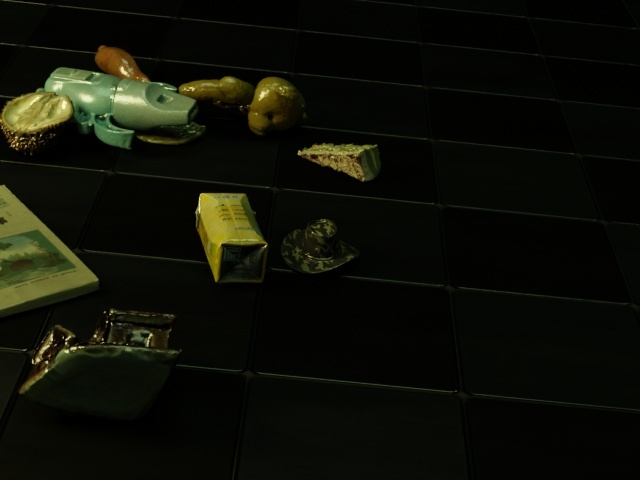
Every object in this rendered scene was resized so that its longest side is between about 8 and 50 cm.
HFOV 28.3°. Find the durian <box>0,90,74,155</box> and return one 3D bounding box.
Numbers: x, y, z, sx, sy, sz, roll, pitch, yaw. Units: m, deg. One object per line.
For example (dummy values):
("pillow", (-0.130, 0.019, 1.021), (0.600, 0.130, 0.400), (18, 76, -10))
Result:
("durian", (-0.433, -0.168, 1.935), (0.110, 0.071, 0.140), (4, 36, 12))

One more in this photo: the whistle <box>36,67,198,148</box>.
("whistle", (-0.326, -0.219, 2.011), (0.274, 0.093, 0.186), (10, 33, 16))

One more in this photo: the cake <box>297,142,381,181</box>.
("cake", (0.028, -0.138, 1.996), (0.140, 0.055, 0.051), (22, 38, 30))

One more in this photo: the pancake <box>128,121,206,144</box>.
("pancake", (-0.257, -0.187, 2.056), (0.116, 0.022, 0.129), (-17, 36, -26))

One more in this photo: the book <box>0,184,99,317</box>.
("book", (-0.441, 0.019, 1.630), (0.215, 0.025, 0.283), (-18, 38, -36))

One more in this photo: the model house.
("model house", (-0.236, 0.117, 1.398), (0.165, 0.106, 0.152), (8, 29, -6))

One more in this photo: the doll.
("doll", (-0.129, -0.221, 2.088), (0.209, 0.097, 0.137), (5, -13, 7))

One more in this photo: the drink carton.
("drink carton", (-0.124, -0.018, 1.713), (0.084, 0.074, 0.200), (-2, 30, -16))

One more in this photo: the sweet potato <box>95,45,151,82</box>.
("sweet potato", (-0.342, -0.299, 2.223), (0.056, 0.056, 0.195), (-15, 39, -35))

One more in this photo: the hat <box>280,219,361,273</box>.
("hat", (0.000, 0.000, 1.728), (0.121, 0.050, 0.121), (3, 25, -2))
